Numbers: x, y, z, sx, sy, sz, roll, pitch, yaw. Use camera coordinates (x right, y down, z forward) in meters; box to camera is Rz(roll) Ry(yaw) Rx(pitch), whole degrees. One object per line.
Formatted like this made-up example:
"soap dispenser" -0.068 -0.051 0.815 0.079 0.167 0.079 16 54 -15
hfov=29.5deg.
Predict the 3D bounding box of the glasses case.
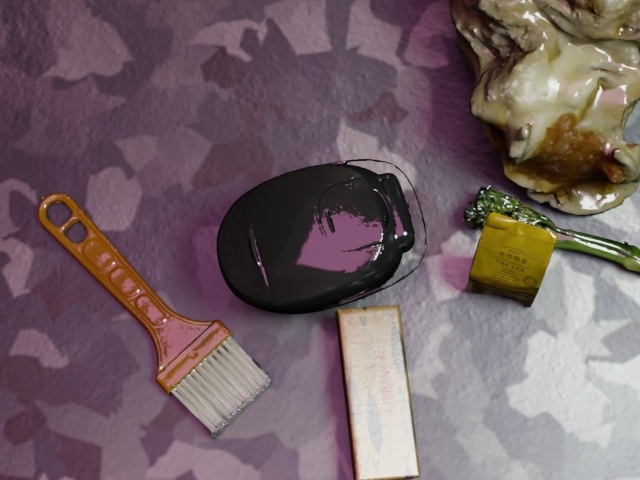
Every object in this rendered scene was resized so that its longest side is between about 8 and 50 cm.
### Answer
"glasses case" 0.054 0.150 1.188 0.065 0.041 0.170 -4 75 -8

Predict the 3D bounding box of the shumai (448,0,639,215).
"shumai" 0.237 -0.166 1.201 0.314 0.267 0.262 29 112 38

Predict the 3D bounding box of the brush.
"brush" -0.184 0.062 1.243 0.090 0.017 0.314 -43 76 -9

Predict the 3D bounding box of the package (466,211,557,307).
"package" 0.181 0.023 1.162 0.071 0.131 0.047 19 74 6

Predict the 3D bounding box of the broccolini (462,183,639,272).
"broccolini" 0.258 0.005 1.209 0.239 0.051 0.054 21 123 4

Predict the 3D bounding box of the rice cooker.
"rice cooker" 0.001 0.000 1.188 0.203 0.118 0.142 -14 75 2
